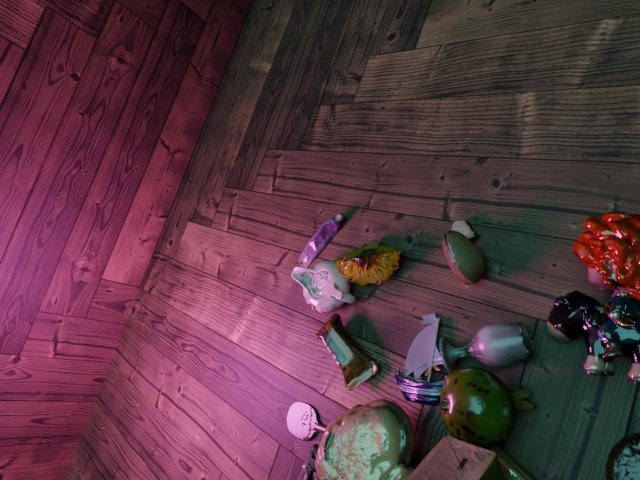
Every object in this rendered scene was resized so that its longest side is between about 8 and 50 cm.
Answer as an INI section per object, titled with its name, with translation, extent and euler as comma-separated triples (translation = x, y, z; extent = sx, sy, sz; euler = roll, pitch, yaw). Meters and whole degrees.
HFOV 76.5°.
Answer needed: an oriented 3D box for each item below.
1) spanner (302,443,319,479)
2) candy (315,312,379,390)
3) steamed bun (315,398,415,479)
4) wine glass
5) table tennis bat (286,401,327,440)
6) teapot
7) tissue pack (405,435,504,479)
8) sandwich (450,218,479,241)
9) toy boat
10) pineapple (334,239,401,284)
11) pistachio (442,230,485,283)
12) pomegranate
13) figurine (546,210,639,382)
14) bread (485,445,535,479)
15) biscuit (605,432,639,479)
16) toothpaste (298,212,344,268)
[spanner]
translation = -0.020, 0.791, 1.350
extent = 0.095, 0.040, 0.325
euler = 28, 126, 40
[candy]
translation = 0.088, 0.409, 1.487
extent = 0.143, 0.101, 0.271
euler = -46, 56, 8
[steamed bun]
translation = 0.156, 0.687, 1.224
extent = 0.324, 0.230, 0.372
euler = -20, 61, 22
[wine glass]
translation = 0.479, 0.313, 1.183
extent = 0.241, 0.126, 0.126
euler = -25, 58, 33
[table tennis bat]
translation = -0.041, 0.692, 1.530
extent = 0.234, 0.022, 0.131
euler = 0, 72, 42
[teapot]
translation = 0.028, 0.181, 1.592
extent = 0.299, 0.166, 0.208
euler = 15, 71, 52
[tissue pack]
translation = 0.355, 0.672, 0.993
extent = 0.167, 0.200, 0.275
euler = -5, 109, 53
[sandwich]
translation = 0.472, -0.016, 1.380
extent = 0.105, 0.035, 0.093
euler = -43, 52, 19
[toy boat]
translation = 0.333, 0.371, 1.310
extent = 0.220, 0.067, 0.291
euler = -17, 55, 53
[pineapple]
translation = 0.190, 0.084, 1.540
extent = 0.249, 0.140, 0.164
euler = -14, 20, 11
[pistachio]
translation = 0.454, 0.052, 1.302
extent = 0.108, 0.126, 0.185
euler = -41, 70, 48
[pomegranate]
translation = 0.447, 0.449, 1.103
extent = 0.211, 0.263, 0.211
euler = -179, 90, -82
[figurine]
translation = 0.738, 0.144, 0.999
extent = 0.306, 0.241, 0.412
euler = -127, 52, -64
[bread]
translation = 0.471, 0.637, 1.100
extent = 0.178, 0.060, 0.139
euler = 37, 98, 42
[biscuit]
translation = 0.767, 0.545, 0.910
extent = 0.212, 0.036, 0.212
euler = -16, 63, 33
[toothpaste]
translation = 0.000, 0.000, 1.755
extent = 0.075, 0.048, 0.301
euler = 45, 112, 13
